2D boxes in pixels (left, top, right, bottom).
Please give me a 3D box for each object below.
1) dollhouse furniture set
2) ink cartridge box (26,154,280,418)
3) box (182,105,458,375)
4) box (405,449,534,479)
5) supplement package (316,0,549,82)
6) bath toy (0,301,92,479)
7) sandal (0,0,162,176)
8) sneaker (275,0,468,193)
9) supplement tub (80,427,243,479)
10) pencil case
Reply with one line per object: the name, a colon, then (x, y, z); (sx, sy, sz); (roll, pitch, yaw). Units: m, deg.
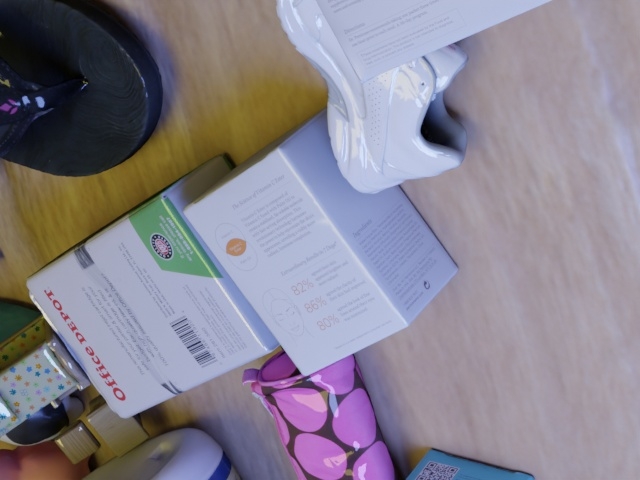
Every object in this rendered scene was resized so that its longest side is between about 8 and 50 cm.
dollhouse furniture set: (-0.279, 0.184, 1.427); (0.182, 0.101, 0.161); (-35, 114, 1)
ink cartridge box: (-0.132, 0.045, 1.329); (0.219, 0.092, 0.160); (-27, 100, 43)
box: (0.000, 0.000, 1.208); (0.130, 0.091, 0.170); (-29, 99, 43)
box: (0.134, 0.306, 1.328); (0.100, 0.060, 0.244); (11, 123, 30)
supplement package: (0.081, -0.243, 0.957); (0.194, 0.149, 0.203); (-19, 105, 41)
bath toy: (-0.313, 0.239, 1.557); (0.151, 0.129, 0.348); (4, 120, 33)
sandal: (-0.334, -0.137, 1.348); (0.446, 0.107, 0.167); (11, 123, 30)
sneaker: (0.048, -0.146, 1.098); (0.115, 0.090, 0.232); (-6, 123, 31)
supplement tub: (-0.119, 0.361, 1.428); (0.228, 0.228, 0.316); (-25, 101, 42)
pencil case: (0.011, 0.188, 1.322); (0.098, 0.095, 0.209); (-19, 107, 5)
